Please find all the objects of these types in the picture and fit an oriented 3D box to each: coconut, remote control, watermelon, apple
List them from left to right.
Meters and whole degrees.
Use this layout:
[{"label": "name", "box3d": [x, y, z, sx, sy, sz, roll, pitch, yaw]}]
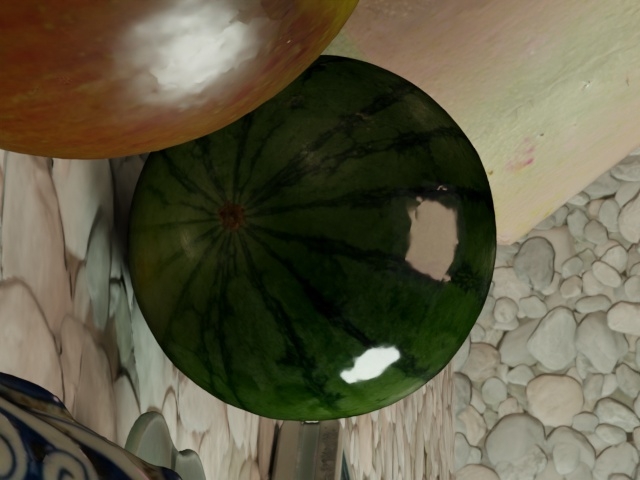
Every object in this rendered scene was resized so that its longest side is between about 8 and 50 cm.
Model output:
[{"label": "apple", "box3d": [-0.068, -0.122, 0.508, 0.196, 0.196, 0.196, -2, 90, -80]}, {"label": "remote control", "box3d": [-0.010, 0.263, 1.114, 0.103, 0.055, 0.277, 78, 14, -47]}, {"label": "watermelon", "box3d": [0.000, 0.000, 0.823, 0.214, 0.188, 0.188, 12, 77, -69]}, {"label": "coconut", "box3d": [0.094, -0.150, 1.115, 0.297, 0.309, 0.297, 57, 3, -5]}]

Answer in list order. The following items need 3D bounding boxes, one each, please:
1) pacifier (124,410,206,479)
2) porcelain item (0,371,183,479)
[{"label": "pacifier", "box3d": [-0.049, 0.146, 0.734, 0.150, 0.116, 0.127, 74, 19, -59]}, {"label": "porcelain item", "box3d": [-0.103, 0.140, 0.374, 0.186, 0.138, 0.288, 57, 29, -31]}]
